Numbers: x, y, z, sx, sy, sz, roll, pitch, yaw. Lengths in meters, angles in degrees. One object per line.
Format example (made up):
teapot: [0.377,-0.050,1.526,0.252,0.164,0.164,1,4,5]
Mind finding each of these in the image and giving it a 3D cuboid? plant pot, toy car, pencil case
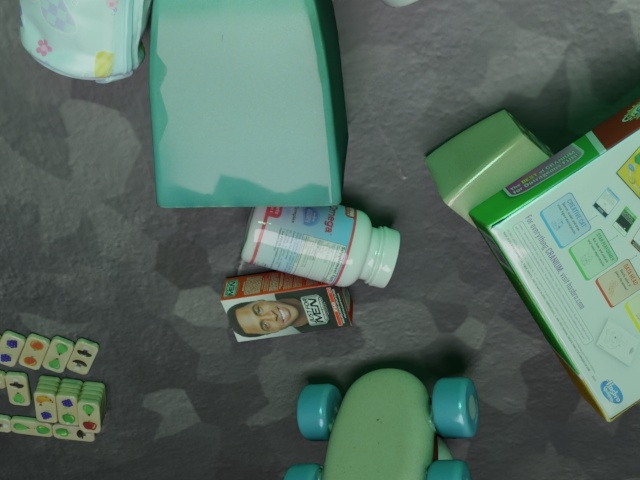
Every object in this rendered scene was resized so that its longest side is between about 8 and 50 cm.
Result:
plant pot: [-0.063,-0.171,0.816,0.166,0.165,0.234,0,118,5]
toy car: [0.105,0.301,1.148,0.219,0.210,0.238,-8,140,23]
plant pot: [0.183,-0.065,0.912,0.109,0.109,0.096,35,110,-21]
pencil case: [-0.183,-0.272,0.768,0.124,0.113,0.273,29,128,8]

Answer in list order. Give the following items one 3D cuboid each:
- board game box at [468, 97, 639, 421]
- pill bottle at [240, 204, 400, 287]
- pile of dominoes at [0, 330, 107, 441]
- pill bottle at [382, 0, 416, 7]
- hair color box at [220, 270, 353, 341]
board game box: [0.338,-0.013,0.861,0.317,0.064,0.242,-33,107,2]
pill bottle: [0.000,0.000,0.981,0.160,0.087,0.087,15,127,-7]
pile of dominoes: [-0.412,0.200,1.196,0.251,0.040,0.196,6,128,-1]
pill bottle: [0.004,-0.302,0.652,0.265,0.153,0.153,39,121,-25]
hair color box: [-0.038,0.073,1.067,0.141,0.043,0.072,-9,127,12]
